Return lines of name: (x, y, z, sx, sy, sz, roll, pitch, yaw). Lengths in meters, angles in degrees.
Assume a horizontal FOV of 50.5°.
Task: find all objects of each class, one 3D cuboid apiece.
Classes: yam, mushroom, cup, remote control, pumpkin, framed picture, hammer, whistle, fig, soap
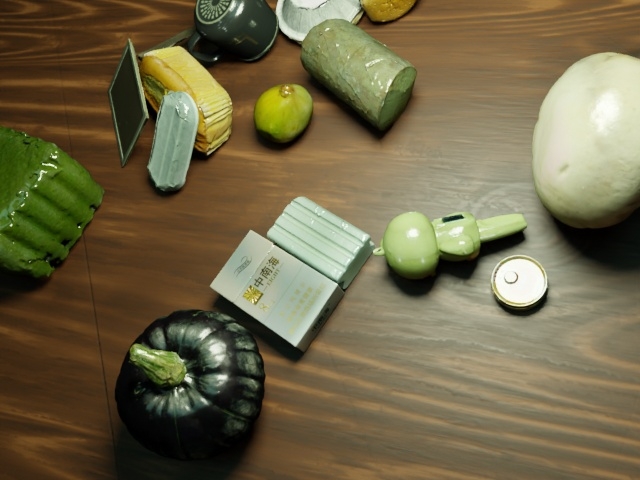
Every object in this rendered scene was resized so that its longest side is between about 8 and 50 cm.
yam: (0.089, -0.372, 1.498, 0.161, 0.161, 0.268, -46, 63, -4)
mushroom: (0.509, -0.147, 1.223, 0.315, 0.356, 0.315, -26, 20, 10)
cup: (-0.219, -0.517, 1.642, 0.223, 0.176, 0.169, -40, 61, 18)
remote control: (-0.340, -0.222, 1.552, 0.104, 0.052, 0.247, 37, 126, 26)
pumpkin: (-0.252, 0.265, 1.285, 0.295, 0.296, 0.296, -6, 67, 15)
framed picture: (-0.476, -0.338, 1.673, 0.197, 0.014, 0.252, -46, 53, 45)
hammer: (-0.334, -0.526, 1.713, 0.297, 0.027, 0.125, -40, 58, -23)
whistle: (0.250, 0.010, 1.332, 0.294, 0.141, 0.141, 0, 68, -2)
fig: (-0.084, -0.292, 1.545, 0.153, 0.120, 0.136, -41, 55, 27)
soap: (0.000, 0.000, 1.426, 0.198, 0.066, 0.119, 32, 79, 25)

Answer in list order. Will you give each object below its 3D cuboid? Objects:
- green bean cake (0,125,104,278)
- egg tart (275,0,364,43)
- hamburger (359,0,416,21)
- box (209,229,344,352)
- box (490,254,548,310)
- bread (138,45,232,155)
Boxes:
green bean cake: (-0.734, -0.093, 1.623, 0.319, 0.218, 0.335, 21, 70, 31)
egg tart: (-0.006, -0.586, 1.651, 0.234, 0.094, 0.234, -8, 64, 16)
hamburger: (0.161, -0.578, 1.570, 0.147, 0.138, 0.083, -30, 65, 14)
box: (-0.092, 0.103, 1.413, 0.243, 0.067, 0.155, 30, 78, 25)
box: (0.379, 0.081, 1.294, 0.105, 0.037, 0.106, -6, 67, 15)
bread: (-0.321, -0.339, 1.620, 0.119, 0.152, 0.288, -29, 60, -28)
